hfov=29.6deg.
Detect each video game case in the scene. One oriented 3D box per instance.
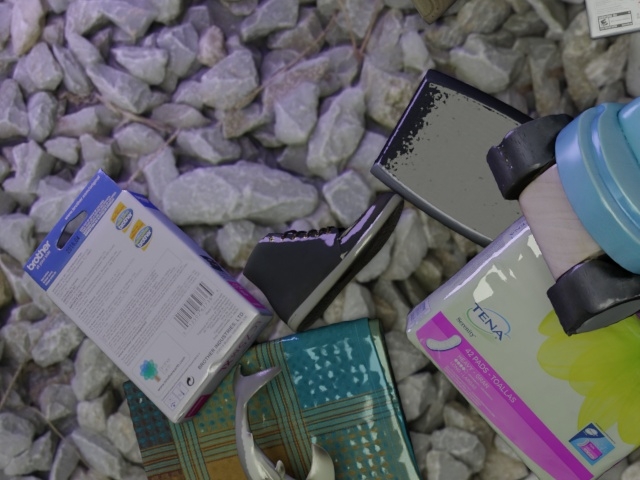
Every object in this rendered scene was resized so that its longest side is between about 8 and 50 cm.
[{"bbox_3d":[0.397,-0.328,1.469,0.157,0.019,0.143,-8,89,15],"label":"video game case"}]

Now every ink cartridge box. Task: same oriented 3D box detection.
[{"bbox_3d":[-0.232,0.069,1.600,0.311,0.065,0.185,41,99,16],"label":"ink cartridge box"}]

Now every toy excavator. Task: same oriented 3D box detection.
[{"bbox_3d":[0.471,-0.098,1.261,0.445,0.433,0.222,-40,62,44],"label":"toy excavator"}]

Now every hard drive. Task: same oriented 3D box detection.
[{"bbox_3d":[0.202,-0.088,1.504,0.255,0.054,0.172,32,99,11],"label":"hard drive"}]

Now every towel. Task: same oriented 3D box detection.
[{"bbox_3d":[-0.061,0.269,1.589,0.370,0.040,0.271,-16,86,16],"label":"towel"}]

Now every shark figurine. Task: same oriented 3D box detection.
[{"bbox_3d":[-0.052,0.296,1.521,0.166,0.116,0.278,-42,88,-21],"label":"shark figurine"}]

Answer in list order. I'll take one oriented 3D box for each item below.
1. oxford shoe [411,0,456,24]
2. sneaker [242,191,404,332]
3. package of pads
[{"bbox_3d":[0.035,-0.402,1.507,0.348,0.123,0.130,37,105,12],"label":"oxford shoe"},{"bbox_3d":[0.000,0.000,1.544,0.118,0.083,0.222,44,98,15],"label":"sneaker"},{"bbox_3d":[0.279,0.130,1.437,0.229,0.101,0.296,-43,93,17],"label":"package of pads"}]
